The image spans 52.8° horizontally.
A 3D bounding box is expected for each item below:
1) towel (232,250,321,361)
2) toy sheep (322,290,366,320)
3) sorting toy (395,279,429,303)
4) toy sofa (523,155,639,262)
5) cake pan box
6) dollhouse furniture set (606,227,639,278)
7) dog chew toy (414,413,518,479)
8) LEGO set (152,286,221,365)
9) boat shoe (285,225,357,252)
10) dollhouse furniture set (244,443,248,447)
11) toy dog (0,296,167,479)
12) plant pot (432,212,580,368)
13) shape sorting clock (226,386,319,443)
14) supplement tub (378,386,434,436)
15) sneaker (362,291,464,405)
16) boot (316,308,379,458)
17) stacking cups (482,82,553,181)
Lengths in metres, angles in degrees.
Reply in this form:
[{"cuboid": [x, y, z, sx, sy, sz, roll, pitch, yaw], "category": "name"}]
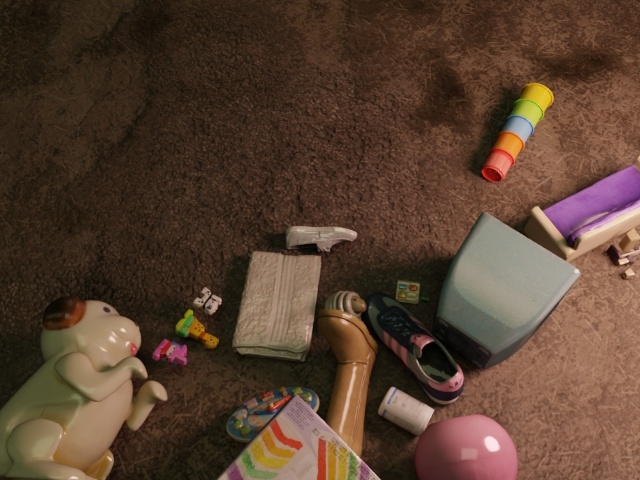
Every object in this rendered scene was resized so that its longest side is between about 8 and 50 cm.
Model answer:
[{"cuboid": [-0.103, 0.154, 1.573, 0.187, 0.049, 0.282, 5, 61, 4], "category": "towel"}, {"cuboid": [0.053, 0.164, 1.538, 0.132, 0.091, 0.091, -14, 54, 34], "category": "toy sheep"}, {"cuboid": [0.230, 0.128, 1.598, 0.083, 0.012, 0.062, 7, 61, 6], "category": "sorting toy"}, {"cuboid": [0.709, -0.083, 1.611, 0.363, 0.177, 0.150, -25, 63, -11], "category": "toy sofa"}, {"cuboid": [-0.041, 0.474, 1.225, 0.267, 0.070, 0.246, 46, 66, 4], "category": "cake pan box"}, {"cuboid": [0.782, 0.024, 1.585, 0.081, 0.114, 0.091, -14, 59, -11], "category": "dollhouse furniture set"}, {"cuboid": [0.307, 0.521, 1.274, 0.207, 0.206, 0.331, -9, 68, -3], "category": "dog chew toy"}, {"cuboid": [-0.291, 0.227, 1.509, 0.093, 0.087, 0.227, 25, 45, 7], "category": "LEGO set"}, {"cuboid": [0.000, 0.000, 1.651, 0.184, 0.066, 0.063, 3, 74, 1], "category": "boat shoe"}, {"cuboid": [-0.094, 0.552, 1.324, 0.259, 0.135, 0.262, -22, 62, -24], "category": "dollhouse furniture set"}, {"cuboid": [-0.523, 0.328, 1.389, 0.396, 0.284, 0.407, -4, 57, 23], "category": "toy dog"}, {"cuboid": [0.384, 0.140, 1.463, 0.247, 0.248, 0.252, 36, 72, 19], "category": "plant pot"}, {"cuboid": [-0.103, 0.369, 1.386, 0.206, 0.206, 0.040, -19, 99, -9], "category": "shape sorting clock"}, {"cuboid": [0.188, 0.378, 1.424, 0.107, 0.071, 0.071, 27, 65, 15], "category": "supplement tub"}, {"cuboid": [0.214, 0.223, 1.476, 0.112, 0.131, 0.319, -36, 65, -17], "category": "sneaker"}, {"cuboid": [0.046, 0.311, 1.386, 0.089, 0.236, 0.269, -9, 51, 35], "category": "boot"}, {"cuboid": [0.544, -0.292, 1.793, 0.096, 0.096, 0.316, 26, 69, 15], "category": "stacking cups"}]
